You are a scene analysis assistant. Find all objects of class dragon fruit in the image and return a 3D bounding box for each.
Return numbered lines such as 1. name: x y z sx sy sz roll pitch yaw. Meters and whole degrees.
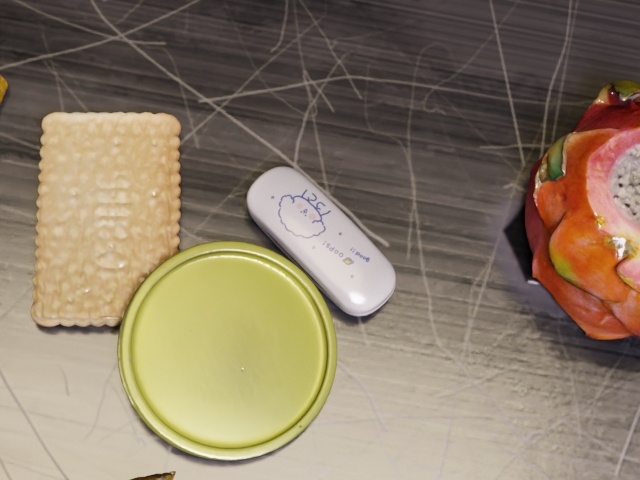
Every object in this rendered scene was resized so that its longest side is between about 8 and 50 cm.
1. dragon fruit: 0.359 -0.036 1.292 0.290 0.189 0.291 2 70 -5

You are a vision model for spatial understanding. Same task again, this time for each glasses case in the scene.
1. glasses case: 0.000 0.000 1.322 0.076 0.049 0.197 -41 79 -16

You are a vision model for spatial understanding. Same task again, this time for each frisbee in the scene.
1. frisbee: -0.097 0.116 1.273 0.236 0.017 0.236 3 75 -13

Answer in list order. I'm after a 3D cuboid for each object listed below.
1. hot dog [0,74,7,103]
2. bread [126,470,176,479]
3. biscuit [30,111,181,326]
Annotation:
1. hot dog: -0.393 -0.130 1.346 0.044 0.028 0.137 31 70 -2
2. bread: -0.274 0.374 1.066 0.315 0.248 0.279 -14 78 4
3. biscuit: -0.233 -0.025 1.321 0.160 0.030 0.250 -1 71 -6
